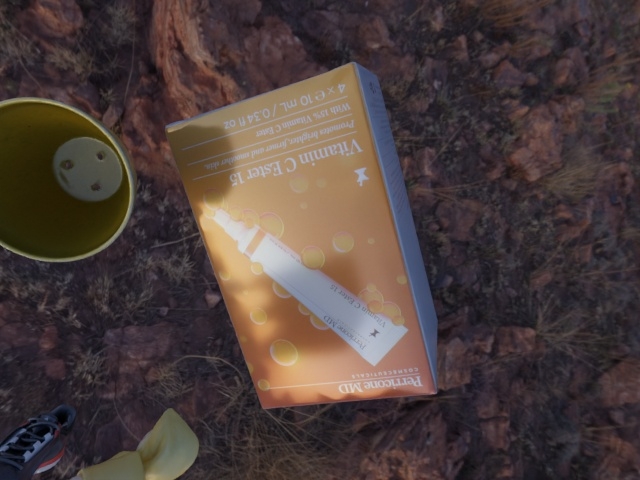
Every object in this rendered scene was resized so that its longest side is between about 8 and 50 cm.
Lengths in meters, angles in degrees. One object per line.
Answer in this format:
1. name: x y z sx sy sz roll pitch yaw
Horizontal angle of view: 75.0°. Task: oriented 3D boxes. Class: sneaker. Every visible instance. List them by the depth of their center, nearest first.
1. sneaker: -0.278 0.191 0.384 0.061 0.158 0.065 31 83 -8

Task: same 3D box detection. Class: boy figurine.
1. boy figurine: -0.295 0.314 0.530 0.285 0.177 0.092 -21 66 -34

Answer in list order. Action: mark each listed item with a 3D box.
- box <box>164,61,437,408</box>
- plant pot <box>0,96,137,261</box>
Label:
1. box: 0.000 0.000 0.507 0.168 0.215 0.345 -48 123 -68
2. plant pot: -0.228 -0.059 0.382 0.134 0.095 0.134 -2 108 -7
